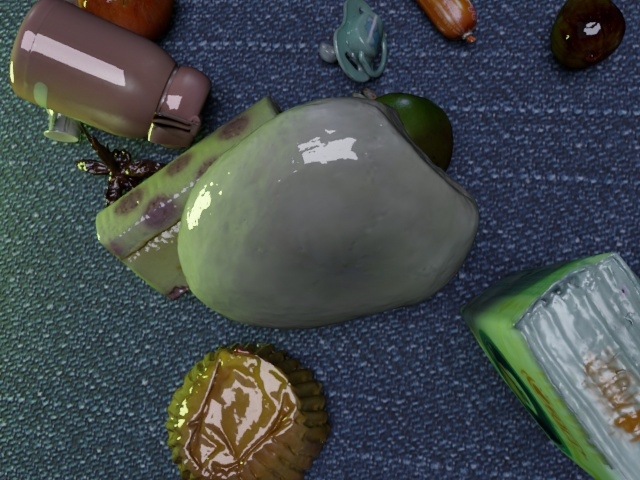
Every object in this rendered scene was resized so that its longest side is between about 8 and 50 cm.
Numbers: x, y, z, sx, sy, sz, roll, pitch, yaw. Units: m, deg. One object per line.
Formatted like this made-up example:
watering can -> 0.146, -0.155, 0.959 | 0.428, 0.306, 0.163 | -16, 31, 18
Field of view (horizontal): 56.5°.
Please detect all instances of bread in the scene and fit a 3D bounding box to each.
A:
bread -> -0.168, -0.068, 0.965 | 0.338, 0.155, 0.187 | -34, 124, 5
bread -> -0.126, 0.295, 0.948 | 0.274, 0.149, 0.274 | -2, 79, 9

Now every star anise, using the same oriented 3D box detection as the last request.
star anise -> -0.358, -0.119, 1.018 | 0.158, 0.144, 0.140 | -38, 90, 2

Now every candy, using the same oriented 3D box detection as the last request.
candy -> 0.000, 0.000, 0.844 | 0.426, 0.386, 0.186 | -22, 41, 19

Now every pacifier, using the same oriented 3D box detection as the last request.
pacifier -> 0.052, -0.329, 1.012 | 0.116, 0.126, 0.150 | -9, 63, 42

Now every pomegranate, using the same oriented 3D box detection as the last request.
pomegranate -> 0.109, -0.164, 0.953 | 0.180, 0.180, 0.210 | -38, 61, 3

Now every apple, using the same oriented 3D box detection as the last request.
apple -> -0.337, -0.423, 1.043 | 0.163, 0.139, 0.164 | -3, 70, 8

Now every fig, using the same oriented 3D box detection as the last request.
fig -> 0.422, -0.351, 0.958 | 0.109, 0.103, 0.155 | -4, 56, 1

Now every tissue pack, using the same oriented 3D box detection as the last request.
tissue pack -> 0.340, 0.172, 0.773 | 0.162, 0.388, 0.287 | -36, 82, 2

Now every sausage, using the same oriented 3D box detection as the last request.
sausage -> 0.190, -0.425, 1.003 | 0.071, 0.071, 0.234 | -35, 82, 3

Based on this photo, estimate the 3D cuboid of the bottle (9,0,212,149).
bottle -> -0.332, -0.250, 0.972 | 0.296, 0.206, 0.173 | 23, 117, -13

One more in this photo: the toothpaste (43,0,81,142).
toothpaste -> -0.452, -0.344, 1.087 | 0.100, 0.066, 0.323 | 2, 82, 12
